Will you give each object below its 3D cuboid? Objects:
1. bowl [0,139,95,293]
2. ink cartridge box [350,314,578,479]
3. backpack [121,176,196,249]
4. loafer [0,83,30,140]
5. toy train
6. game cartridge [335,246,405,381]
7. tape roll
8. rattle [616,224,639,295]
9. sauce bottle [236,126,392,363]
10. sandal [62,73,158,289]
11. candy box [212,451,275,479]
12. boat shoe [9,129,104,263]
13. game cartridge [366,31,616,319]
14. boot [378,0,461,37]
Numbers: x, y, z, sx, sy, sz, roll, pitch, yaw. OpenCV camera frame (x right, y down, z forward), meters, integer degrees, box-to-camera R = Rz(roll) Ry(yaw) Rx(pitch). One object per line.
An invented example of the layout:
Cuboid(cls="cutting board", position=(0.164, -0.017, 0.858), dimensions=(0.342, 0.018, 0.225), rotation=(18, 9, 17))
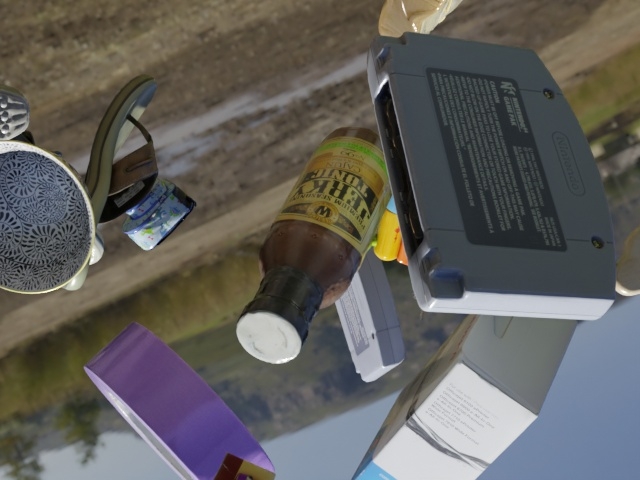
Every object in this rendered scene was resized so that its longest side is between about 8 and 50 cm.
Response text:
Cuboid(cls="bowl", position=(-0.309, -0.036, 1.230), dimensions=(0.170, 0.170, 0.080), rotation=(-26, -165, 18))
Cuboid(cls="ink cartridge box", position=(0.196, 0.222, 1.579), dimensions=(0.307, 0.129, 0.223), rotation=(-56, 176, 39))
Cuboid(cls="backpack", position=(-0.277, -0.049, 1.889), dimensions=(0.114, 0.084, 0.105), rotation=(-50, -158, -4))
Cuboid(cls="loafer", position=(-0.567, -0.178, 1.583), dimensions=(0.320, 0.112, 0.111), rotation=(-4, -153, -21))
Cuboid(cls="toy train", position=(0.096, 0.007, 1.516), dimensions=(0.143, 0.248, 0.105), rotation=(5, -146, -11))
Cuboid(cls="game cartridge", position=(0.071, 0.094, 2.034), dimensions=(0.060, 0.294, 0.196), rotation=(-14, 168, -12))
Cuboid(cls="tape roll", position=(-0.185, 0.236, 1.506), dimensions=(0.090, 0.275, 0.275), rotation=(-44, -177, -16))
Cuboid(cls="rattle", position=(0.476, 0.039, 1.757), dimensions=(0.200, 0.130, 0.143), rotation=(-20, -169, -5))
Cuboid(cls="sauce bottle", position=(0.000, 0.000, 1.263), dimensions=(0.111, 0.111, 0.344), rotation=(-27, -157, 33))
Cuboid(cls="sandal", position=(-0.252, -0.068, 1.427), dimensions=(0.086, 0.302, 0.120), rotation=(17, 153, -9))
Cuboid(cls="candy box", position=(-0.093, 0.286, 1.037), dimensions=(0.186, 0.053, 0.109), rotation=(102, 13, -50))
Cuboid(cls="boat shoe", position=(-0.555, -0.117, 2.059), dimensions=(0.187, 0.156, 0.500), rotation=(-16, 138, 25))
Cuboid(cls="game cartridge", position=(0.159, -0.061, 1.048), dimensions=(0.198, 0.297, 0.062), rotation=(7, 143, -23))
Cuboid(cls="boot", position=(0.191, -0.409, 1.710), dimensions=(0.203, 0.095, 0.262), rotation=(-47, 170, -20))
